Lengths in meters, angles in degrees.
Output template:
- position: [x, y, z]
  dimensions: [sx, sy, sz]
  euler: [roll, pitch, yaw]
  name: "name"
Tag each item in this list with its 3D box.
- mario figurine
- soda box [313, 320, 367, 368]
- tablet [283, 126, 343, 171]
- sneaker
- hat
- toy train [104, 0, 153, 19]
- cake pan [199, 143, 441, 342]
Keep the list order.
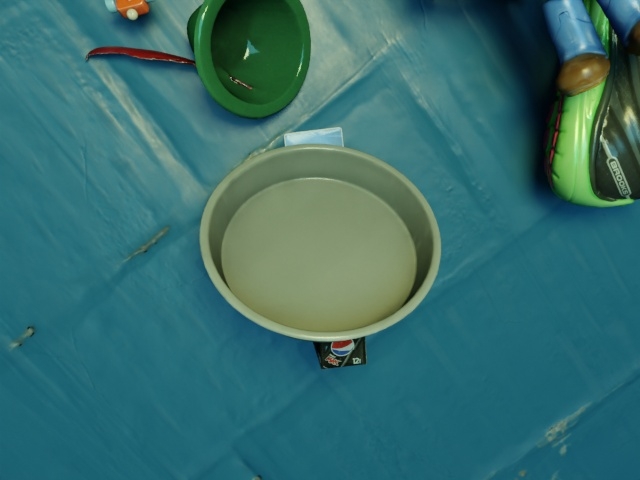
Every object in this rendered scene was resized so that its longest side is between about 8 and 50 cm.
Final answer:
- position: [0.239, -0.316, 0.547]
  dimensions: [0.198, 0.170, 0.321]
  euler: [-34, 95, -4]
  name: "mario figurine"
- position: [0.014, 0.107, 0.701]
  dimensions: [0.059, 0.169, 0.054]
  euler: [-4, 104, -8]
  name: "soda box"
- position: [-0.008, -0.128, 0.739]
  dimensions: [0.083, 0.006, 0.054]
  euler: [-9, 102, -8]
  name: "tablet"
- position: [0.435, -0.278, 0.676]
  dimensions: [0.202, 0.185, 0.484]
  euler: [11, 110, 11]
  name: "sneaker"
- position: [-0.145, -0.265, 0.685]
  dimensions: [0.208, 0.183, 0.173]
  euler: [15, 98, -51]
  name: "hat"
- position: [-0.178, -0.326, 0.636]
  dimensions: [0.166, 0.046, 0.125]
  euler: [-16, 73, 6]
  name: "toy train"
- position: [0.000, 0.000, 0.653]
  dimensions: [0.292, 0.294, 0.054]
  euler: [-3, 145, -8]
  name: "cake pan"
